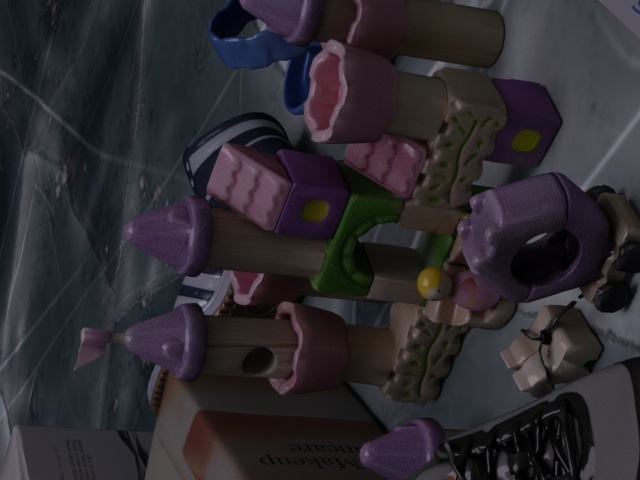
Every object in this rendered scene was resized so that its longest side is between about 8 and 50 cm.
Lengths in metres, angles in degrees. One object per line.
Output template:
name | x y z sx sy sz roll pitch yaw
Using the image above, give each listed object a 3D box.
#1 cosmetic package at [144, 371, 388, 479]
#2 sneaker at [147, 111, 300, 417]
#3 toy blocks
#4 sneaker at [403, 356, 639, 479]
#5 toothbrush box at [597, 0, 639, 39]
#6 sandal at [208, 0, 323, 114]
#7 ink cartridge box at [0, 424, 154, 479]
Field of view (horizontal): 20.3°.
cosmetic package | -0.015 0.208 1.296 0.296 0.153 0.129 -135 54 -60
sneaker | -0.086 0.020 1.567 0.282 0.099 0.153 -61 36 29
toy blocks | 0.000 0.000 1.174 0.309 0.260 0.288 -113 37 -49
sneaker | 0.124 0.143 1.045 0.271 0.108 0.100 134 138 -53
toothbrush box | 0.237 -0.214 0.677 0.295 0.126 0.216 -33 22 49
sandal | 0.005 -0.236 1.383 0.126 0.138 0.317 -130 53 -62
ink cartridge box | -0.159 0.251 1.505 0.100 0.237 0.172 -112 36 -48
